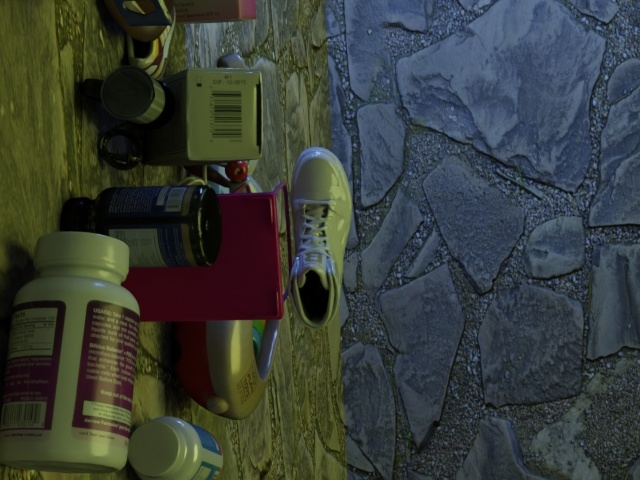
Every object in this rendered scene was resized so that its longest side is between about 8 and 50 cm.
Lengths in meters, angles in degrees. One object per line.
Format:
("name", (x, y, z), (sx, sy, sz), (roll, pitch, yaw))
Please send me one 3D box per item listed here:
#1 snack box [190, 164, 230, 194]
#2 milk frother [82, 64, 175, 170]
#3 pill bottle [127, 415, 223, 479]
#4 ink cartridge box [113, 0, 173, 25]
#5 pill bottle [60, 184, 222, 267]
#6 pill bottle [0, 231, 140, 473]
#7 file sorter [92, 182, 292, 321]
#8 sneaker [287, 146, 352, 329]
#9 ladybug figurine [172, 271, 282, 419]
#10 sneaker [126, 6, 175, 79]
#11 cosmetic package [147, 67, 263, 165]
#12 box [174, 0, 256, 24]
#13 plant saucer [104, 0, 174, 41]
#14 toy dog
("snack box", (-0.211, -0.123, 2.426), (0.207, 0.070, 0.174), (-3, 92, -80))
("milk frother", (-0.300, -0.188, 1.826), (0.135, 0.129, 0.143), (12, 71, -82))
("pill bottle", (-0.253, 0.369, 2.022), (0.221, 0.124, 0.124), (58, 33, -70))
("ink cartridge box", (-0.275, -0.483, 1.559), (0.151, 0.270, 0.395), (-14, 106, -45))
("pill bottle", (-0.266, -0.020, 1.743), (0.123, 0.219, 0.122), (-1, 90, -79))
("pill bottle", (-0.327, 0.148, 1.548), (0.169, 0.169, 0.301), (58, 33, -69))
("file sorter", (-0.197, 0.011, 1.925), (0.182, 0.291, 0.202), (-59, 146, -75))
("sneaker", (0.000, 0.000, 1.938), (0.169, 0.108, 0.292), (-85, 173, -77))
("ladybug figurine", (-0.183, 0.162, 2.302), (0.449, 0.162, 0.305), (-78, 163, -52))
("sneaker", (-0.295, -0.371, 2.024), (0.084, 0.070, 0.185), (62, 27, -70))
("cosmetic package", (-0.201, -0.203, 1.985), (0.296, 0.129, 0.153), (-172, -100, -69))
("box", (-0.213, -0.534, 2.245), (0.127, 0.149, 0.232), (-43, 130, -74))
("plant saucer", (-0.297, -0.430, 1.943), (0.198, 0.036, 0.198), (33, 52, -56))
("toy dog", (-0.202, -0.201, 2.260), (0.161, 0.220, 0.333), (-140, -130, -63))
